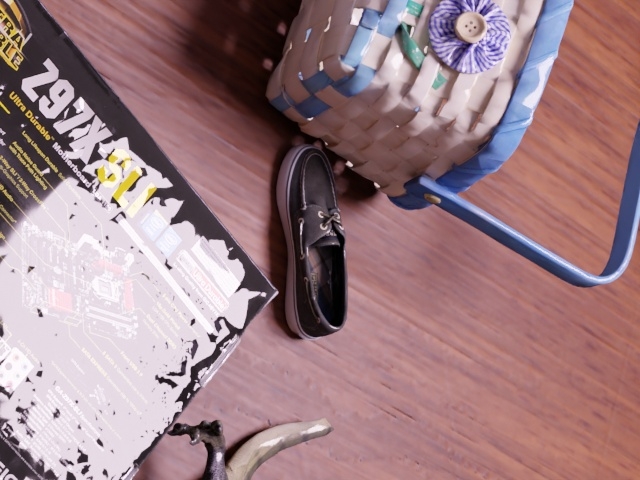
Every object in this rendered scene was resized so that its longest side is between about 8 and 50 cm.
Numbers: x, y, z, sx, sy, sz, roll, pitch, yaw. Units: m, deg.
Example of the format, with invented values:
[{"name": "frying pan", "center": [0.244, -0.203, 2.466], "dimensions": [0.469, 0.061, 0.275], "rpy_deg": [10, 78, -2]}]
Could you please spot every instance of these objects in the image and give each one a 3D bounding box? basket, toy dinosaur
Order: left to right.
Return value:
[{"name": "toy dinosaur", "center": [-0.087, 0.184, 1.210], "dimensions": [0.268, 0.064, 0.118], "rpy_deg": [-54, 135, -32]}, {"name": "basket", "center": [0.126, -0.126, 1.322], "dimensions": [0.289, 0.201, 0.255], "rpy_deg": [24, 69, -23]}]

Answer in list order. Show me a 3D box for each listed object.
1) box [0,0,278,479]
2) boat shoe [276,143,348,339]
[{"name": "box", "center": [-0.207, 0.010, 1.126], "dimensions": [0.322, 0.079, 0.257], "rpy_deg": [51, 56, -22]}, {"name": "boat shoe", "center": [0.000, 0.000, 1.311], "dimensions": [0.049, 0.040, 0.142], "rpy_deg": [1, 84, -38]}]
